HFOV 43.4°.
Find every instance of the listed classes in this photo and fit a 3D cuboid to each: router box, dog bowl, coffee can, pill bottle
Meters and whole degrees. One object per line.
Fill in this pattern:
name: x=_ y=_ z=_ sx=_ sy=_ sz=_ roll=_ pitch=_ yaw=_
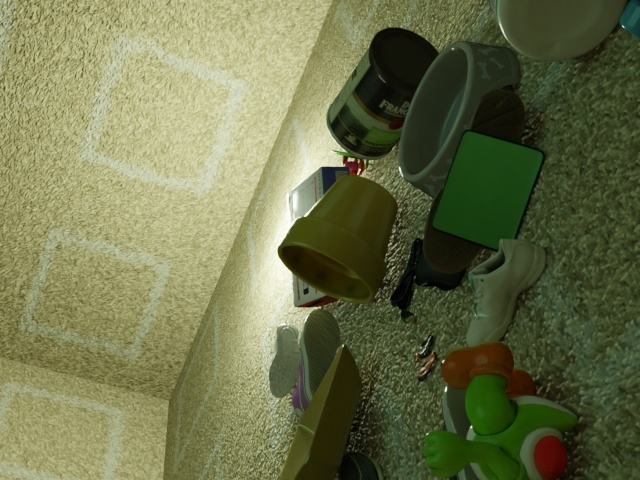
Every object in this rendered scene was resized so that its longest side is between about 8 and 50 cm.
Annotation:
router box: x=0.000 y=0.000 z=2.171 sx=0.301 sy=0.082 sz=0.336 roll=153 pitch=116 yaw=-68
dog bowl: x=0.273 y=-0.252 z=1.669 sx=0.349 sy=0.102 sz=0.349 roll=-162 pitch=90 yaw=-75
coffee can: x=0.158 y=-0.358 z=1.993 sx=0.275 sy=0.201 sz=0.202 roll=129 pitch=154 yaw=-53
pill bottle: x=0.374 y=-0.477 z=1.384 sx=0.361 sy=0.204 sz=0.204 roll=-92 pitch=25 yaw=-50

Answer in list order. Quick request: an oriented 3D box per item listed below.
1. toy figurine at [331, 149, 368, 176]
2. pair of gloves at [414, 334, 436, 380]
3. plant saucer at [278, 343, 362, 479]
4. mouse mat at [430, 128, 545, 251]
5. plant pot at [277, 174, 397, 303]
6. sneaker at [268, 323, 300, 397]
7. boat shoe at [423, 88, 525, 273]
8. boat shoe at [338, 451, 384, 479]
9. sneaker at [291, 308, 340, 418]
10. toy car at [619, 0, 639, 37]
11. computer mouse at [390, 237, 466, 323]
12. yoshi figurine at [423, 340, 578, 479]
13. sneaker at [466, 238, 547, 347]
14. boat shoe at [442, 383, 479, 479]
toy figurine: x=0.082 y=-0.162 z=2.238 sx=0.173 sy=0.130 sz=0.159 roll=-31 pitch=-48 yaw=-81
pair of gloves: x=0.203 y=0.226 z=1.545 sx=0.083 sy=0.010 sz=0.074 roll=-88 pitch=21 yaw=-52
plant saucer: x=-0.007 y=0.447 z=1.750 sx=0.333 sy=0.080 sz=0.333 roll=-66 pitch=1 yaw=-50
mouse mat: x=0.288 y=-0.086 z=1.394 sx=0.007 sy=0.152 sz=0.190 roll=14 pitch=-84 yaw=-68
plant pot: x=0.062 y=-0.015 z=1.904 sx=0.239 sy=0.254 sz=0.254 roll=-61 pitch=11 yaw=-21
sneaker: x=-0.104 y=0.360 z=2.333 sx=0.095 sy=0.090 sz=0.235 roll=107 pitch=174 yaw=-50
boat shoe: x=0.290 y=-0.098 z=1.459 sx=0.341 sy=0.121 sz=0.110 roll=-67 pitch=-20 yaw=6
boat shoe: x=0.063 y=0.510 z=1.537 sx=0.319 sy=0.099 sz=0.116 roll=-105 pitch=35 yaw=-64
sneaker: x=-0.027 y=0.322 z=2.057 sx=0.161 sy=0.102 sz=0.282 roll=122 pitch=159 yaw=-50
toy car: x=0.426 y=-0.371 z=1.030 sx=0.210 sy=0.237 sz=0.219 roll=-95 pitch=27 yaw=-54
computer mouse: x=0.201 y=0.081 z=1.619 sx=0.262 sy=0.060 sz=0.184 roll=-163 pitch=92 yaw=-75
yoshi figurine: x=0.224 y=0.331 z=1.066 sx=0.362 sy=0.203 sz=0.203 roll=-92 pitch=9 yaw=-45
sneaker: x=0.274 y=0.084 z=1.307 sx=0.080 sy=0.094 sz=0.212 roll=-105 pitch=36 yaw=-60
boat shoe: x=0.219 y=0.319 z=1.262 sx=0.219 sy=0.077 sz=0.070 roll=-90 pitch=25 yaw=-43
